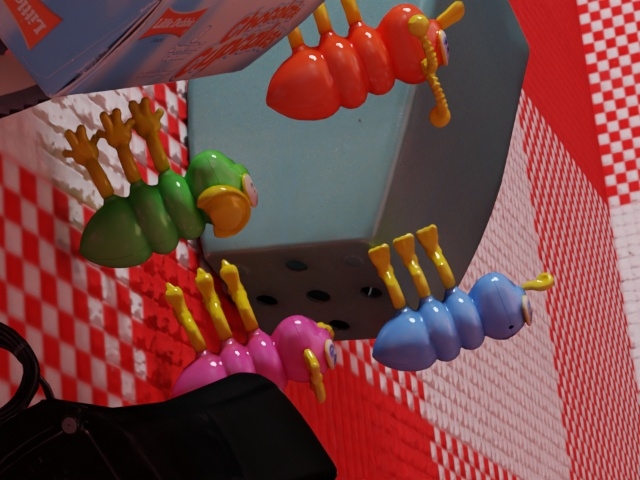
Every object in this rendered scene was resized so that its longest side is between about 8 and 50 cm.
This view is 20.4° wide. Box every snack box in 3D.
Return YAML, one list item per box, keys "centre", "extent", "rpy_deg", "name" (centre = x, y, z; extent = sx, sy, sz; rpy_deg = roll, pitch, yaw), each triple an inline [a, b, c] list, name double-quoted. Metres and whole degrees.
- centre: [-0.138, -0.197, 0.653]
  extent: [0.322, 0.060, 0.187]
  rpy_deg: [52, 18, 3]
  name: "snack box"

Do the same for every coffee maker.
- centre: [-0.070, 0.108, 0.762]
  extent: [0.178, 0.120, 0.171]
  rpy_deg: [-5, 82, -72]
  name: "coffee maker"

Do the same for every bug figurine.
- centre: [0.000, 0.000, 0.900]
  extent: [0.072, 0.216, 0.279]
  rpy_deg: [-115, 180, -47]
  name: "bug figurine"

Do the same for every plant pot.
- centre: [0.016, -0.065, 1.076]
  extent: [0.165, 0.166, 0.234]
  rpy_deg: [56, 36, -48]
  name: "plant pot"

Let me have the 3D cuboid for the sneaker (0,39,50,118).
- centre: [-0.138, -0.118, 0.720]
  extent: [0.319, 0.112, 0.131]
  rpy_deg: [-43, 117, -70]
  name: "sneaker"
